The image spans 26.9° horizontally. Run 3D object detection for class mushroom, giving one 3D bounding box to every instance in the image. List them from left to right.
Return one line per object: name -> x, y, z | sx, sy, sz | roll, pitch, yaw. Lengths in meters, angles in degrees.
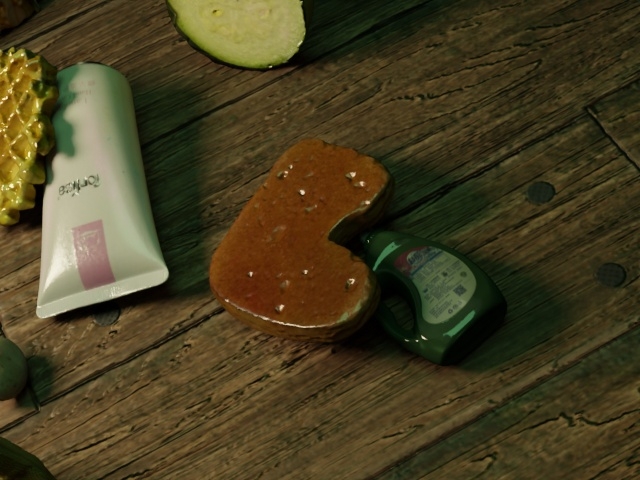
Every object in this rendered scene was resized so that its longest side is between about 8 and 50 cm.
mushroom -> -0.409, 0.164, 1.659 | 0.079, 0.085, 0.085 | -34, 46, 31

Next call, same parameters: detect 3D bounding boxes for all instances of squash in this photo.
squash -> -0.099, -0.349, 1.876 | 0.220, 0.220, 0.133 | 14, 49, 21

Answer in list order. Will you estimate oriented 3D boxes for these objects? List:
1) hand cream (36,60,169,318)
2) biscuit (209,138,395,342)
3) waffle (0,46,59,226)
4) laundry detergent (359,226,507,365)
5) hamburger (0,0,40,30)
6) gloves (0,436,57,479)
hand cream -> -0.304, -0.074, 1.782 | 0.185, 0.118, 0.359 | -16, 58, 9
biscuit -> 0.001, 0.001, 1.661 | 0.262, 0.052, 0.277 | 12, 61, 39
waffle -> -0.417, -0.147, 1.811 | 0.219, 0.057, 0.229 | -50, 50, 25
laundry detergent -> 0.114, 0.055, 1.624 | 0.137, 0.063, 0.211 | -43, 57, -11
hamburger -> -0.534, -0.430, 2.065 | 0.135, 0.155, 0.207 | -39, 49, -21
gloves -> -0.366, 0.310, 1.497 | 0.331, 0.141, 0.154 | 43, 98, 23
